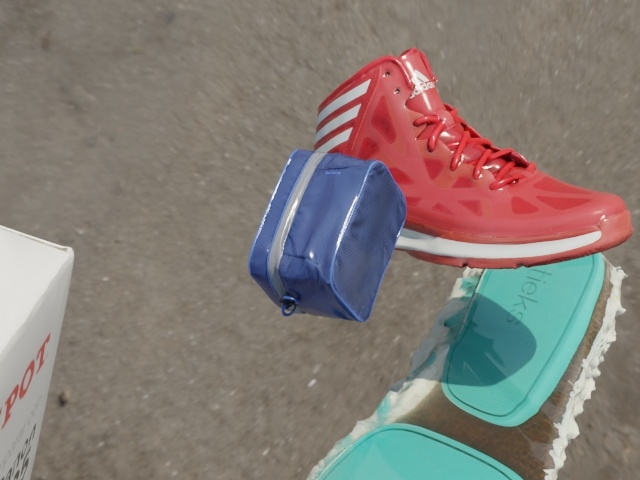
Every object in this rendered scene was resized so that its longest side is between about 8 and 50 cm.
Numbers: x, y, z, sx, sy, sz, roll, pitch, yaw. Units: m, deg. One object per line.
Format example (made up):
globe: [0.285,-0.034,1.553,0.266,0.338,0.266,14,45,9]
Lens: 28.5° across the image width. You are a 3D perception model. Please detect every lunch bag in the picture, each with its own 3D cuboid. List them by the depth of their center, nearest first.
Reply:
lunch bag: [0.000,0.000,0.728,0.065,0.067,0.098,10,64,29]

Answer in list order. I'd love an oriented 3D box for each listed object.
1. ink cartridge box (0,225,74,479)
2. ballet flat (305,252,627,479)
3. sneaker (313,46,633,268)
ink cartridge box: [-0.186,0.145,0.410,0.117,0.207,0.283,17,117,1]
ballet flat: [0.092,0.153,0.813,0.147,0.147,0.409,37,51,6]
sneaker: [0.081,-0.055,0.774,0.221,0.087,0.128,3,102,31]
